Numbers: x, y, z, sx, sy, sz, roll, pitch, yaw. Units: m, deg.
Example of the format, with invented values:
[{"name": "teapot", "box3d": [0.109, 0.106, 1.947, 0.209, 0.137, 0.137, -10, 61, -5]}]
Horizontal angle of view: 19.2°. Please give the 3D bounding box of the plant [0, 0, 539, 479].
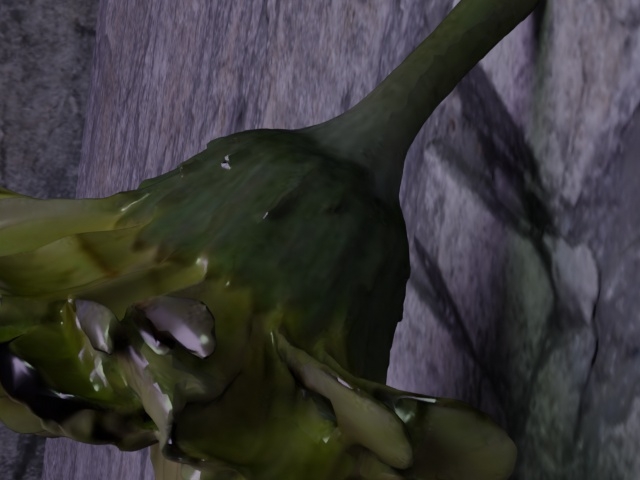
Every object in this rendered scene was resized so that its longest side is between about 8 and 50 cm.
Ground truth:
[{"name": "plant", "box3d": [-0.022, 0.023, 0.736, 0.297, 0.306, 0.261, -51, -4, 18]}]
